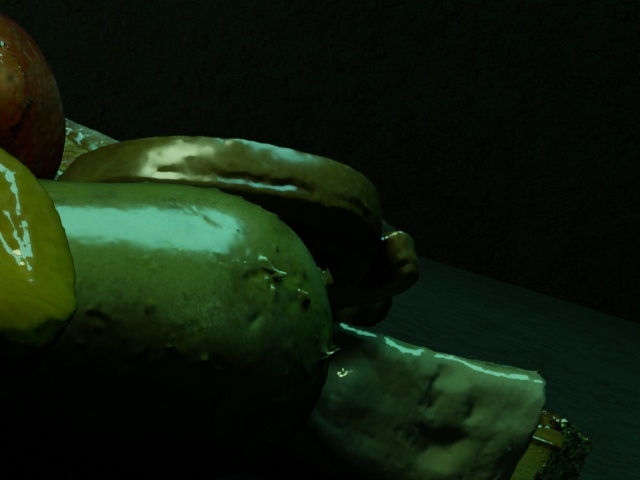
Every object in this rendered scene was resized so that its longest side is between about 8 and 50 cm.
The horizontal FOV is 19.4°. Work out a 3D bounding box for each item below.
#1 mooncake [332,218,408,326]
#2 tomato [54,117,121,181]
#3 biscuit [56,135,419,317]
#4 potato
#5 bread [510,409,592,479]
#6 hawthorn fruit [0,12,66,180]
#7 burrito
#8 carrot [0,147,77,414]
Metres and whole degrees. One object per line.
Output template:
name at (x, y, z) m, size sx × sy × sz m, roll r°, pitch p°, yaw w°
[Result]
mooncake at (0.000, 0.000, 2.234) m, size 0.228 × 0.124 × 0.228 m, roll 25°, pitch 11°, yaw -5°
tomato at (-0.373, -0.050, 2.322) m, size 0.338 × 0.144 × 0.338 m, roll 12°, pitch 18°, yaw -4°
biscuit at (-0.085, 0.019, 1.680) m, size 0.350 × 0.070 × 0.394 m, roll 6°, pitch -23°, yaw -4°
potato at (-0.176, 0.066, 1.451) m, size 0.359 × 0.219 × 0.270 m, roll 9°, pitch -32°, yaw -21°
bread at (0.212, 0.218, 1.996) m, size 0.125 × 0.086 × 0.156 m, roll 20°, pitch 5°, yaw 24°
hawthorn fruit at (-0.394, -0.131, 2.067) m, size 0.276 × 0.276 × 0.307 m, roll 21°, pitch 10°, yaw 23°
burrito at (0.020, 0.152, 1.706) m, size 0.331 × 0.135 × 0.190 m, roll 15°, pitch -17°, yaw -7°
carrot at (-0.309, 0.055, 1.182) m, size 0.241 × 0.341 × 0.241 m, roll 32°, pitch 29°, yaw -20°
